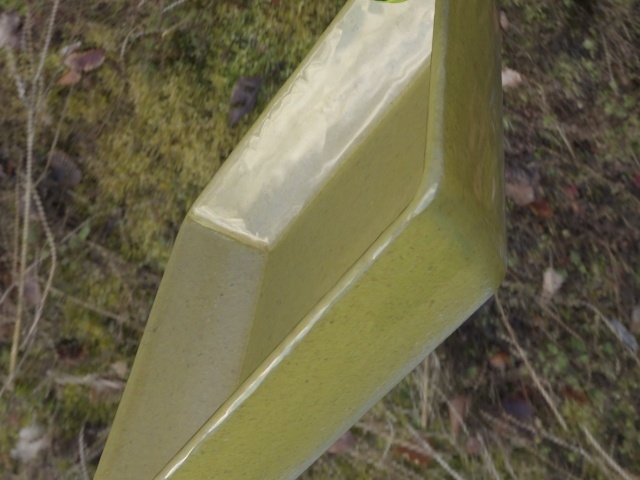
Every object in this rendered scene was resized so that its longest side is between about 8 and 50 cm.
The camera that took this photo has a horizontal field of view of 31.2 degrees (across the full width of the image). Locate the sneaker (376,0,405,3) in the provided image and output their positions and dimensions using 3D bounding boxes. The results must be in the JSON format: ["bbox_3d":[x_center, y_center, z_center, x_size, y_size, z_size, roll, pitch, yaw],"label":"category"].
[{"bbox_3d":[-0.013,-0.245,0.492,0.123,0.109,0.295,-26,88,-18],"label":"sneaker"}]

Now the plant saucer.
[{"bbox_3d":[0.000,0.000,0.647,0.081,0.333,0.333,31,126,-16],"label":"plant saucer"}]
